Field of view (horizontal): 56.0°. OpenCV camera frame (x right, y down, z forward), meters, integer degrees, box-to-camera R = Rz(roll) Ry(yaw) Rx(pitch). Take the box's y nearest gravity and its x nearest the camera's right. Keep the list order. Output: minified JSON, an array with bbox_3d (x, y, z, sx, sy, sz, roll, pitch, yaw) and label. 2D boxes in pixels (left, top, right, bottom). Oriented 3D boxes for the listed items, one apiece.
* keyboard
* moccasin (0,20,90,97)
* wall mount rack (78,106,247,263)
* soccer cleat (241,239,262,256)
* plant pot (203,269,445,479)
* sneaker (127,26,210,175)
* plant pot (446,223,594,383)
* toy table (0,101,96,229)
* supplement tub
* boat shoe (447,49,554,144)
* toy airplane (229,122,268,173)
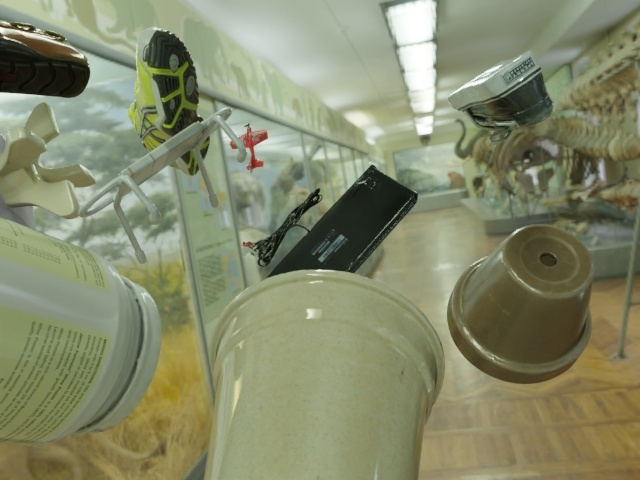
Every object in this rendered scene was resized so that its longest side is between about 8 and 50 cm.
[{"bbox_3d":[0.000,0.000,1.012,0.317,0.033,0.201,-46,50,-5],"label":"keyboard"},{"bbox_3d":[-0.606,-0.350,1.069,0.380,0.147,0.139,-12,-35,-47],"label":"moccasin"},{"bbox_3d":[-0.280,-0.096,1.149,0.350,0.130,0.304,-41,4,-26],"label":"wall mount rack"},{"bbox_3d":[-0.147,0.019,1.410,0.083,0.036,0.029,-2,10,-34],"label":"soccer cleat"},{"bbox_3d":[-0.008,0.256,0.727,0.333,0.334,0.305,-8,30,12],"label":"plant pot"},{"bbox_3d":[-0.331,-0.268,1.224,0.147,0.145,0.385,17,-30,6],"label":"sneaker"},{"bbox_3d":[0.373,0.093,1.080,0.262,0.263,0.229,-9,-35,-4],"label":"plant pot"},{"bbox_3d":[-0.574,-0.130,1.184,0.160,0.274,0.252,-22,-5,3],"label":"toy table"},{"bbox_3d":[-0.361,0.095,0.652,0.235,0.236,0.325,-6,-22,31],"label":"supplement tub"},{"bbox_3d":[0.281,-0.213,0.923,0.113,0.105,0.306,-33,7,2],"label":"boat shoe"},{"bbox_3d":[-0.200,-0.269,1.756,0.151,0.151,0.028,-6,-3,36],"label":"toy airplane"}]
